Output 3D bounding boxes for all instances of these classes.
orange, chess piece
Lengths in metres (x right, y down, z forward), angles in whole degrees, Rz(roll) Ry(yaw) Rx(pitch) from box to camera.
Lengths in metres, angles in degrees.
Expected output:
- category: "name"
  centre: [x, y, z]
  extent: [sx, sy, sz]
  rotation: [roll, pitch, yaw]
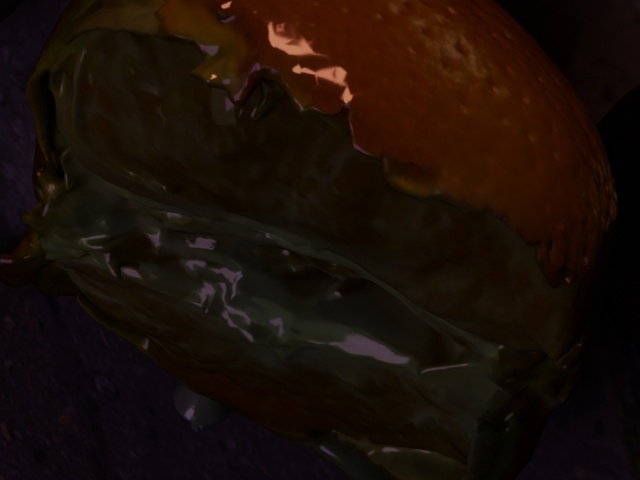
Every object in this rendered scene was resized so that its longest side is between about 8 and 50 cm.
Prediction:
- category: "orange"
  centre: [0.007, -0.007, 0.657]
  extent: [0.263, 0.196, 0.334]
  rotation: [35, 143, 21]
- category: "chess piece"
  centre: [-0.071, 0.076, 0.910]
  extent: [0.059, 0.059, 0.149]
  rotation: [42, 142, 20]

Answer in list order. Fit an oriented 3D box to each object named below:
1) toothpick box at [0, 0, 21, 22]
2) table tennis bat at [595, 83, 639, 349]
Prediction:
- category: "toothpick box"
  centre: [-0.290, -0.223, 0.804]
  extent: [0.229, 0.229, 0.316]
  rotation: [19, 136, 38]
- category: "table tennis bat"
  centre: [0.203, -0.022, 0.589]
  extent: [0.154, 0.021, 0.274]
  rotation: [56, 143, 4]
